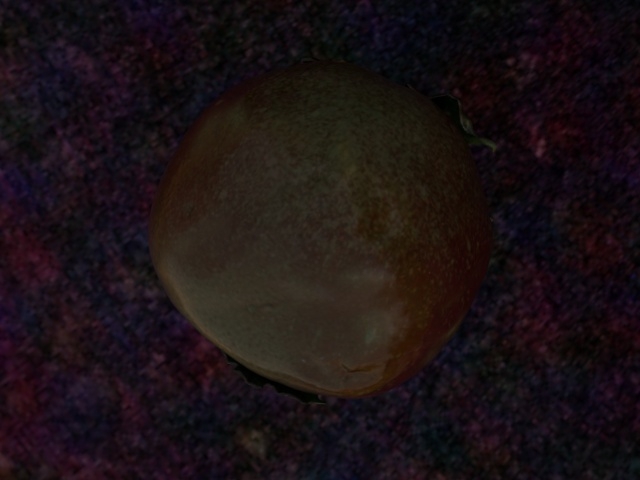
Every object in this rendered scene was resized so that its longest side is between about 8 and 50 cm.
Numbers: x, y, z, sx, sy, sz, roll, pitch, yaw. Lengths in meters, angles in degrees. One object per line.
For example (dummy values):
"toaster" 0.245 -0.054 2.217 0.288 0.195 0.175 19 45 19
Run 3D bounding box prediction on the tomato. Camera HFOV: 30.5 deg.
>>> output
"tomato" 0.000 0.000 1.024 0.303 0.239 0.303 20 142 17
